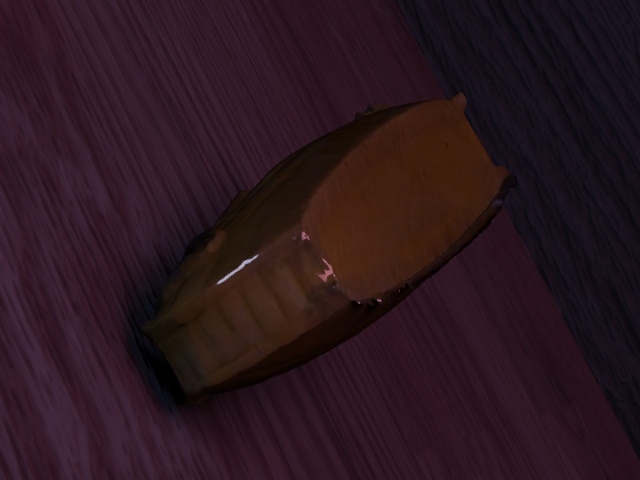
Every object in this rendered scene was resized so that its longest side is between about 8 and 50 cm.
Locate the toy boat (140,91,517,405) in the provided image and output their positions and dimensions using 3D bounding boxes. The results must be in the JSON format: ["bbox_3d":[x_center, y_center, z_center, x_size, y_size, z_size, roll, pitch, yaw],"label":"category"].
[{"bbox_3d":[0.000,0.000,0.795,0.089,0.121,0.321,60,27,-5],"label":"toy boat"}]
